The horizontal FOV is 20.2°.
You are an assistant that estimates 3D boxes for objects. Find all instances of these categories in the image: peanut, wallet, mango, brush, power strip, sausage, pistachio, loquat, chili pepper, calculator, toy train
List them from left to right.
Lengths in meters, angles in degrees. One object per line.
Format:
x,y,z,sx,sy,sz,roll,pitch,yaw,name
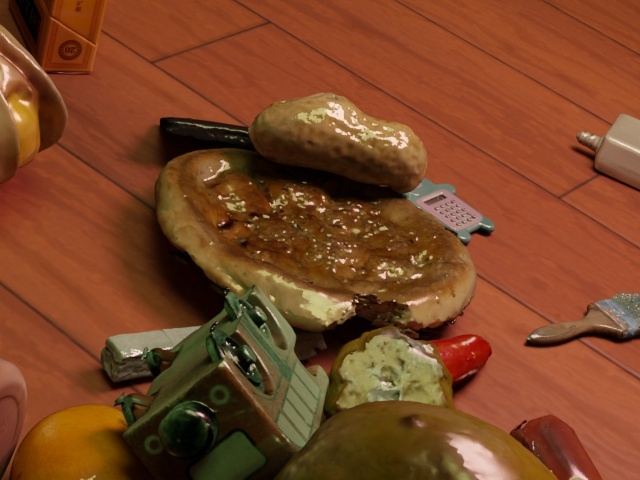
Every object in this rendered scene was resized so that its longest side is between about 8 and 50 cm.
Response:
-0.433,-0.175,1.948,0.308,0.230,0.230,32,34,6,pistachio
-0.201,0.213,1.583,0.144,0.112,0.219,14,20,-9,mango
-0.082,0.148,1.610,0.159,0.129,0.326,49,10,-6,toy train
-0.072,-0.122,2.176,0.244,0.025,0.124,9,4,-9,wallet
0.024,-0.114,2.081,0.214,0.099,0.099,20,32,-7,peanut
0.086,0.275,1.455,0.276,0.276,0.284,-17,52,-41,loquat
0.145,-0.043,2.207,0.141,0.019,0.094,37,40,28,calculator
0.130,0.130,1.910,0.088,0.065,0.169,10,14,41,chili pepper
0.235,0.233,1.782,0.076,0.076,0.141,0,34,-25,sausage
0.311,0.096,2.071,0.196,0.021,0.070,-10,39,-35,brush
0.500,-0.081,2.393,0.338,0.058,0.098,25,33,13,power strip

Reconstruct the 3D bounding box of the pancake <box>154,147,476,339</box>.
-0.001,0.001,2.002,0.382,0.071,0.382,14,25,-7,pancake

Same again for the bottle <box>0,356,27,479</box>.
-0.415,0.133,1.560,0.296,0.173,0.206,22,1,11,bottle

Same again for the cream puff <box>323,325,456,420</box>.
0.062,0.161,1.784,0.146,0.116,0.146,3,67,-8,cream puff

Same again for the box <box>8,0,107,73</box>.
-0.316,-0.369,2.246,0.076,0.274,0.174,1,36,-25,box

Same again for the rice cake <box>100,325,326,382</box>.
-0.107,0.109,1.835,0.245,0.042,0.045,-5,33,-31,rice cake

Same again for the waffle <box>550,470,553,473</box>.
0.132,0.225,1.650,0.207,0.214,0.054,12,68,11,waffle
